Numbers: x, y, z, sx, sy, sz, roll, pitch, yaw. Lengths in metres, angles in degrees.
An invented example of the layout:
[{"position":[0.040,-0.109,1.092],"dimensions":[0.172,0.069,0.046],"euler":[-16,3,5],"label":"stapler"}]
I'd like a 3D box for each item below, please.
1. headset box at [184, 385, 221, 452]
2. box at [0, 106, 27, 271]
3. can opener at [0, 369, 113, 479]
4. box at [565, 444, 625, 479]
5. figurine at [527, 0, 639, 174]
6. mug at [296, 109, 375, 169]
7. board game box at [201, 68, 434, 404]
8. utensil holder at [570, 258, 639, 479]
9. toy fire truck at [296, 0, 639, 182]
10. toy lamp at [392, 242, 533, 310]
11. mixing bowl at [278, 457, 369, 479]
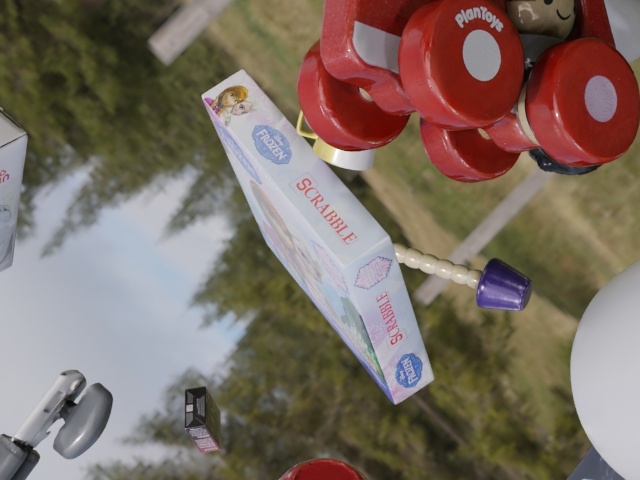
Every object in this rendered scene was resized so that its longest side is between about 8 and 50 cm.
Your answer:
[{"position":[-0.160,0.248,1.912],"dimensions":[0.083,0.032,0.062],"euler":[67,-164,-52],"label":"headset box"},{"position":[-0.479,-0.097,1.635],"dimensions":[0.262,0.127,0.231],"euler":[40,139,18],"label":"box"},{"position":[-0.373,0.289,1.756],"dimensions":[0.095,0.283,0.076],"euler":[34,174,20],"label":"can opener"},{"position":[0.435,0.487,1.891],"dimensions":[0.179,0.312,0.343],"euler":[28,-168,-27],"label":"box"},{"position":[0.237,-0.205,1.341],"dimensions":[0.092,0.215,0.209],"euler":[10,157,35],"label":"figurine"},{"position":[0.024,-0.111,1.365],"dimensions":[0.078,0.064,0.062],"euler":[3,-152,-30],"label":"mug"},{"position":[0.000,0.000,1.660],"dimensions":[0.319,0.066,0.318],"euler":[50,169,36],"label":"board game box"},{"position":[0.470,0.120,1.481],"dimensions":[0.327,0.327,0.385],"euler":[44,165,1],"label":"utensil holder"},{"position":[0.129,-0.189,1.117],"dimensions":[0.302,0.254,0.169],"euler":[12,170,-34],"label":"toy fire truck"},{"position":[0.177,0.038,2.049],"dimensions":[0.274,0.080,0.080],"euler":[18,171,19],"label":"toy lamp"},{"position":[0.006,0.346,1.785],"dimensions":[0.181,0.181,0.098],"euler":[44,142,38],"label":"mixing bowl"}]
